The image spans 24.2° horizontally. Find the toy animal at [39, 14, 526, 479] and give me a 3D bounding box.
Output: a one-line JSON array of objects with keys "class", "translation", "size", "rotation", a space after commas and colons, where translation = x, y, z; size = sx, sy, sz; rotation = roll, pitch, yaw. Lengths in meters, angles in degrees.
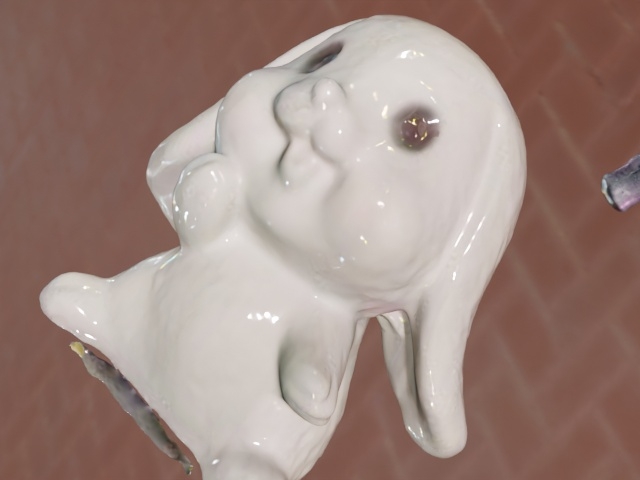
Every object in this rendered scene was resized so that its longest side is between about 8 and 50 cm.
[{"class": "toy animal", "translation": [0.001, 0.020, 0.857], "size": [0.289, 0.174, 0.249], "rotation": [-32, 76, 27]}]

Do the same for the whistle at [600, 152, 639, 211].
[{"class": "whistle", "translation": [0.267, -0.072, 0.992], "size": [0.176, 0.033, 0.033], "rotation": [-31, 43, 15]}]
